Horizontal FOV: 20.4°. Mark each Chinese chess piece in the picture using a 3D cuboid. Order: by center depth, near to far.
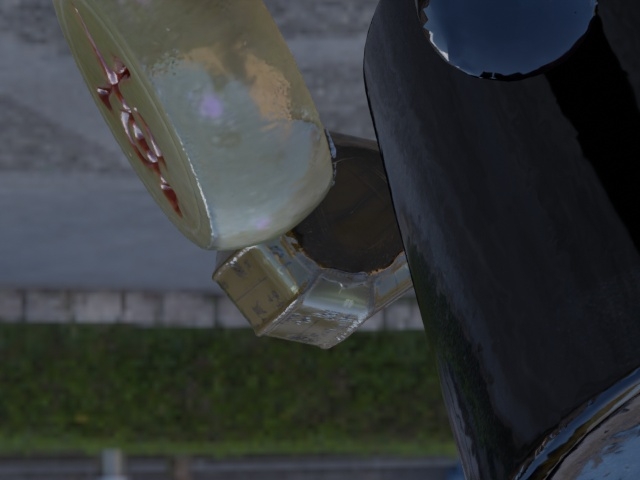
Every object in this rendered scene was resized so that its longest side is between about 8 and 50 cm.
[{"bbox_3d":[-0.091,-0.110,1.217,0.097,0.250,0.251,-31,175,-13],"label":"Chinese chess piece"}]

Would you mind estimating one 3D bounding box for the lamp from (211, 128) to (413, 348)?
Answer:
[{"bbox_3d":[0.000,0.000,1.400,0.161,0.161,0.185,1,164,-13],"label":"lamp"}]

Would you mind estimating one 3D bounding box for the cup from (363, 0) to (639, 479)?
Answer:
[{"bbox_3d":[0.100,-0.027,0.485,0.166,0.177,0.239,-13,142,-5],"label":"cup"}]
